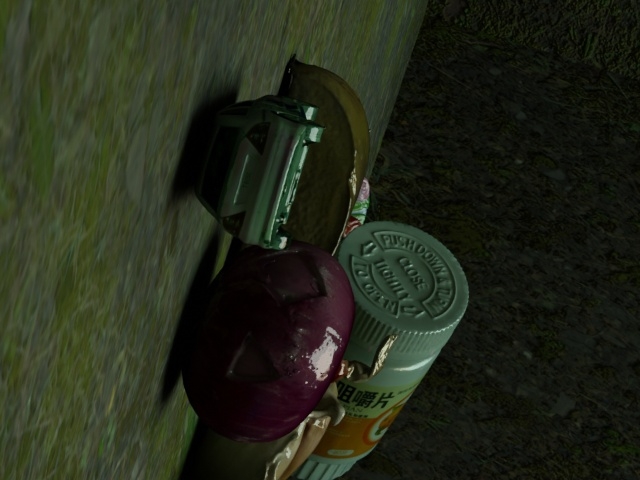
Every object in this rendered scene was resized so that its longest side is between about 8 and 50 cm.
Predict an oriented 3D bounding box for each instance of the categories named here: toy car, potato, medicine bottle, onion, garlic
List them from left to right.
[{"bbox_3d":[-0.072,0.215,2.048,0.228,0.110,0.217,-52,-168,24],"label":"garlic"},{"bbox_3d":[-0.046,-0.055,1.366,0.224,0.076,0.090,-102,-153,-80],"label":"toy car"},{"bbox_3d":[-0.040,0.087,1.615,0.177,0.153,0.177,-37,-171,7],"label":"onion"},{"bbox_3d":[-0.016,-0.040,1.809,0.138,0.098,0.243,38,71,-88],"label":"potato"},{"bbox_3d":[0.035,0.134,2.174,0.318,0.158,0.158,120,-7,-46],"label":"medicine bottle"}]

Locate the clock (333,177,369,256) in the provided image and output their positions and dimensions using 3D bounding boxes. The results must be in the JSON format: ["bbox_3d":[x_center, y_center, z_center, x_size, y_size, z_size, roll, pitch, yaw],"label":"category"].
[{"bbox_3d":[0.000,0.000,2.303,0.195,0.100,0.194,-23,127,-89],"label":"clock"}]
